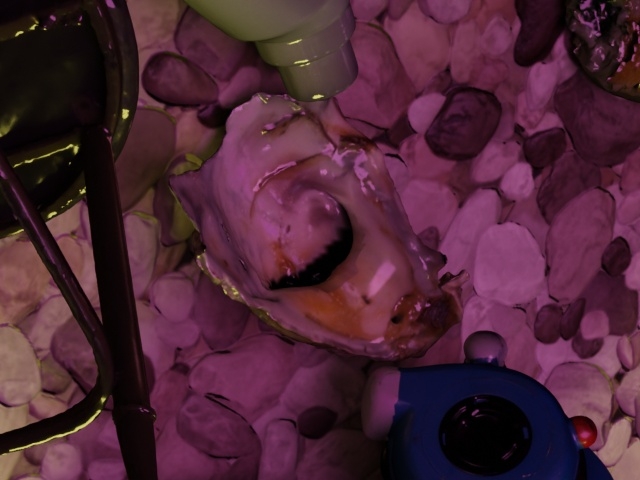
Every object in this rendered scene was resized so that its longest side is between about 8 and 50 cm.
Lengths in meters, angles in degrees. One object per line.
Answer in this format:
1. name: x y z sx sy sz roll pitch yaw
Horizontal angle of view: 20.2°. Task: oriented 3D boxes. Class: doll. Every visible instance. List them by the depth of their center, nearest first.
1. doll: 0.156 0.247 1.626 0.310 0.240 0.284 79 12 -55

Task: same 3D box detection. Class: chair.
1. chair: -0.294 -0.038 1.114 0.365 0.410 0.362 -19 118 17

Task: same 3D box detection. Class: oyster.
1. oyster: -0.007 -0.001 1.551 0.275 0.100 0.271 -17 106 -30

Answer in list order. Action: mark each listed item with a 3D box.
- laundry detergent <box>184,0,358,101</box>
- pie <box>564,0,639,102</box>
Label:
1. laundry detergent: -0.070 -0.280 1.397 0.264 0.125 0.397 -49 131 -39
2. pie: 0.329 -0.310 1.695 0.296 0.078 0.371 -28 116 -25
